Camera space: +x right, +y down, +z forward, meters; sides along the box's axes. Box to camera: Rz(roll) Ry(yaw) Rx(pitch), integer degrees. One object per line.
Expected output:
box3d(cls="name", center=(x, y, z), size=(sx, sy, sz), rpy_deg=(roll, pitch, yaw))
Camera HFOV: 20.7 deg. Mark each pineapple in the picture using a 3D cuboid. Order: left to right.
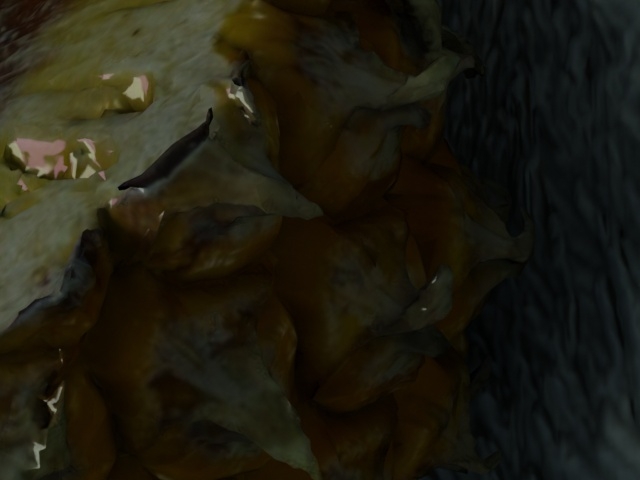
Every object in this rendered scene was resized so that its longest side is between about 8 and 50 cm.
box3d(cls="pineapple", center=(0.001, 0.003, 0.611), size=(0.286, 0.209, 0.344), rpy_deg=(54, -169, -35))
